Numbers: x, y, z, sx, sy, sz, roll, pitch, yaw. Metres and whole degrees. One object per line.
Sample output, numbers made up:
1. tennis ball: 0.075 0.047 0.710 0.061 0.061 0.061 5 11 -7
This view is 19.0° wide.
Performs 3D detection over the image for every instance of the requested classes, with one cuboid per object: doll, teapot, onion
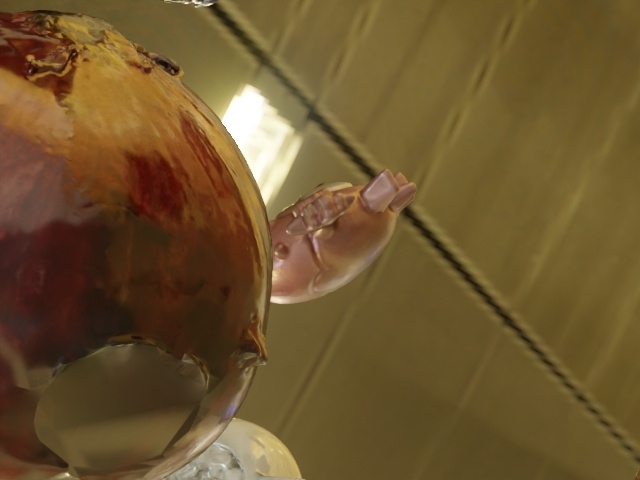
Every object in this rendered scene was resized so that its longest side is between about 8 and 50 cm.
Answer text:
1. doll: 0.000 0.000 1.846 0.211 0.093 0.262 -29 -10 -2
2. teapot: -0.109 0.276 2.001 0.139 0.298 0.204 58 -144 -49
3. onion: -0.178 0.018 1.147 0.341 0.341 0.341 -39 -36 -37

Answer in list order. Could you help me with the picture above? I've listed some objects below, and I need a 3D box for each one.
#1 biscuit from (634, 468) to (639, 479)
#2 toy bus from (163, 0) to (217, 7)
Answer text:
1. biscuit: 0.260 0.192 1.447 0.092 0.016 0.082 21 -108 -47
2. toy bus: -0.164 -0.306 1.622 0.292 0.133 0.125 22 -109 -40
